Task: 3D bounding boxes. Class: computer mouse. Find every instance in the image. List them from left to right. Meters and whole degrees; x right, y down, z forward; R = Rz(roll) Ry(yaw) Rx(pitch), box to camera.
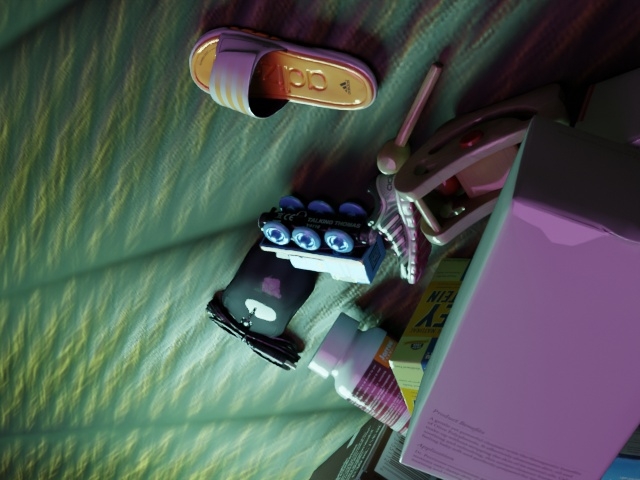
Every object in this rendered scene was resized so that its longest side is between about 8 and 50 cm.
[{"bbox_3d":[-0.092,0.108,1.394,0.188,0.072,0.272,32,139,4],"label":"computer mouse"}]

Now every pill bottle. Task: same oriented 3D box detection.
[{"bbox_3d":[0.099,0.208,1.329,0.221,0.121,0.121,32,139,2],"label":"pill bottle"}]

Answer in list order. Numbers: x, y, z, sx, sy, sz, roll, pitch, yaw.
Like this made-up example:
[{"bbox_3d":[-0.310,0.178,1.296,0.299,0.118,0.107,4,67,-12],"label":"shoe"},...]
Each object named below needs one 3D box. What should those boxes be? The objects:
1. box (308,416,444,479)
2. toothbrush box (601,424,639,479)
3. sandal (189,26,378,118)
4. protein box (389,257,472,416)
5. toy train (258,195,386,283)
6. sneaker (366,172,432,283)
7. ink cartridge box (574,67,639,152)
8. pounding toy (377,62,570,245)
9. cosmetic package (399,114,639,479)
[{"bbox_3d":[0.073,0.438,1.512,0.143,0.191,0.381,34,138,1],"label":"box"},{"bbox_3d":[0.436,0.354,1.248,0.216,0.126,0.296,1,130,34],"label":"toothbrush box"},{"bbox_3d":[-0.062,-0.199,1.085,0.265,0.076,0.102,11,133,24],"label":"sandal"},{"bbox_3d":[0.212,0.162,1.153,0.136,0.201,0.200,0,128,32],"label":"protein box"},{"bbox_3d":[0.000,0.000,1.233,0.184,0.080,0.105,7,138,27],"label":"toy train"},{"bbox_3d":[0.100,-0.020,1.161,0.074,0.063,0.170,6,127,28],"label":"sneaker"},{"bbox_3d":[0.350,-0.049,0.899,0.092,0.159,0.218,-18,118,39],"label":"ink cartridge box"},{"bbox_3d":[0.154,-0.105,0.977,0.269,0.154,0.155,-16,119,40],"label":"pounding toy"},{"bbox_3d":[0.224,0.090,0.846,0.196,0.155,0.366,21,129,5],"label":"cosmetic package"}]
